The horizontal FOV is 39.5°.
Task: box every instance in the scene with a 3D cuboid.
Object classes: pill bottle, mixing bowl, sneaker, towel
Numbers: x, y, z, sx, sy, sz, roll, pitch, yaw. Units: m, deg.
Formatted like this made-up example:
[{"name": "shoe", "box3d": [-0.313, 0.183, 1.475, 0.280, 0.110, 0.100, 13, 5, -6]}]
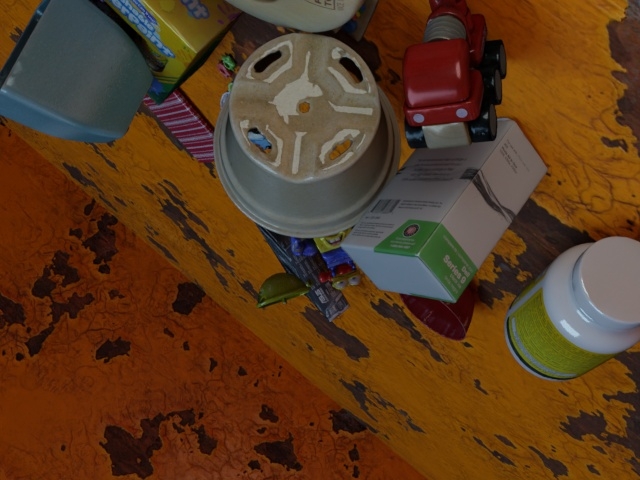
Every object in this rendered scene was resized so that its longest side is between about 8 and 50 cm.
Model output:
[{"name": "pill bottle", "box3d": [0.447, 0.117, 1.513, 0.188, 0.188, 0.334, 38, 161, 8]}, {"name": "mixing bowl", "box3d": [0.275, 0.127, 1.988, 0.181, 0.098, 0.181, 35, 159, 16]}, {"name": "sneaker", "box3d": [-0.143, -0.235, 2.059, 0.073, 0.063, 0.162, 49, 160, -30]}, {"name": "towel", "box3d": [-0.354, -0.313, 2.336, 0.275, 0.031, 0.199, 49, 157, -24]}]

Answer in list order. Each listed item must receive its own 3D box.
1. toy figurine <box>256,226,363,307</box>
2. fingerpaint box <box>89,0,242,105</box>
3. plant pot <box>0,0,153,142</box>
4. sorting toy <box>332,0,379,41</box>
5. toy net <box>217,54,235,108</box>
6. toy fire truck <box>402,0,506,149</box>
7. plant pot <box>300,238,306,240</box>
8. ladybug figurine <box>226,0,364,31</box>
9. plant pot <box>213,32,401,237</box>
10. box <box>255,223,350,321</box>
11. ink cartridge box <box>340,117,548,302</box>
[{"name": "toy figurine", "box3d": [0.000, 0.000, 2.032, 0.191, 0.362, 0.217, -121, 14, -84]}, {"name": "fingerpaint box", "box3d": [-0.399, -0.520, 1.780, 0.445, 0.163, 0.371, 45, 160, -11]}, {"name": "plant pot", "box3d": [-0.486, -0.322, 1.781, 0.252, 0.248, 0.247, 30, 167, -25]}, {"name": "sorting toy", "box3d": [0.021, -0.392, 1.443, 0.132, 0.046, 0.274, 40, 160, 3]}, {"name": "toy net", "box3d": [-0.200, -0.325, 1.998, 0.122, 0.045, 0.232, 42, 161, -1]}, {"name": "toy fire truck", "box3d": [0.181, -0.274, 1.181, 0.158, 0.217, 0.246, -3, 134, 23]}, {"name": "plant pot", "box3d": [-0.037, -0.076, 2.127, 0.237, 0.110, 0.237, 36, 159, 16]}, {"name": "ladybug figurine", "box3d": [-0.083, -0.472, 1.276, 0.449, 0.162, 0.305, 36, 152, 17]}, {"name": "plant pot", "box3d": [-0.023, -0.181, 1.436, 0.334, 0.334, 0.305, 40, 177, 3]}, {"name": "box", "box3d": [-0.059, 0.045, 2.382, 0.242, 0.076, 0.307, 45, 169, 47]}, {"name": "ink cartridge box", "box3d": [0.203, -0.054, 1.462, 0.121, 0.289, 0.211, 48, 160, -25]}]
